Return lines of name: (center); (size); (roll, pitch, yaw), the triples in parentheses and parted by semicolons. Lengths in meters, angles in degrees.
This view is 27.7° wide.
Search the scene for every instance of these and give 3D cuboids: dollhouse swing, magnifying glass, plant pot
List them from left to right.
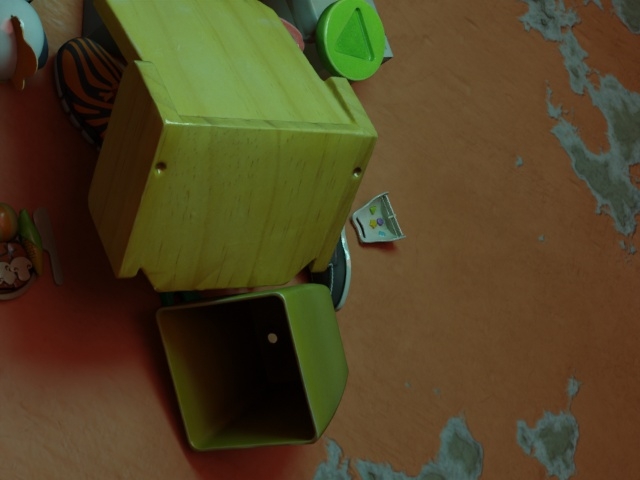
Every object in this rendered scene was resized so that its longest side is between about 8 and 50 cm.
magnifying glass: (-0.214, 0.079, 1.894); (0.231, 0.026, 0.092); (53, 49, -8)
dollhouse swing: (-0.163, -0.147, 1.763); (0.347, 0.315, 0.305); (-2, 33, -41)
plant pot: (-0.075, 0.162, 1.842); (0.187, 0.212, 0.212); (-27, 106, -60)

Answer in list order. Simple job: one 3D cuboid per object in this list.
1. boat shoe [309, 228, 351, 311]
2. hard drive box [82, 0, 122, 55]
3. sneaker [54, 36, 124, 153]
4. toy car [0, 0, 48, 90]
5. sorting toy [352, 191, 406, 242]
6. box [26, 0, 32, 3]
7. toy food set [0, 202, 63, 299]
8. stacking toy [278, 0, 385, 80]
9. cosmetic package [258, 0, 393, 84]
boat shoe: (0.000, 0.000, 2.041); (0.069, 0.081, 0.227); (-1, 91, -36)
hard drive box: (-0.263, -0.395, 1.999); (0.181, 0.089, 0.232); (13, 66, -34)
sneaker: (-0.247, -0.172, 1.861); (0.125, 0.180, 0.321); (-36, 96, -41)
toy car: (-0.428, -0.255, 1.679); (0.219, 0.210, 0.238); (-15, 40, -33)
sorting toy: (0.090, -0.029, 2.169); (0.075, 0.045, 0.083); (-19, 85, -34)
box: (-0.484, -0.346, 1.827); (0.169, 0.054, 0.059); (-26, 90, -42)
toy food set: (-0.431, 0.014, 1.737); (0.192, 0.038, 0.132); (-10, 79, -40)
stacking toy: (-0.058, -0.307, 2.017); (0.279, 0.130, 0.309); (42, 65, -34)
cosmetic package: (-0.013, -0.412, 2.178); (0.153, 0.129, 0.296); (-16, 83, -42)
